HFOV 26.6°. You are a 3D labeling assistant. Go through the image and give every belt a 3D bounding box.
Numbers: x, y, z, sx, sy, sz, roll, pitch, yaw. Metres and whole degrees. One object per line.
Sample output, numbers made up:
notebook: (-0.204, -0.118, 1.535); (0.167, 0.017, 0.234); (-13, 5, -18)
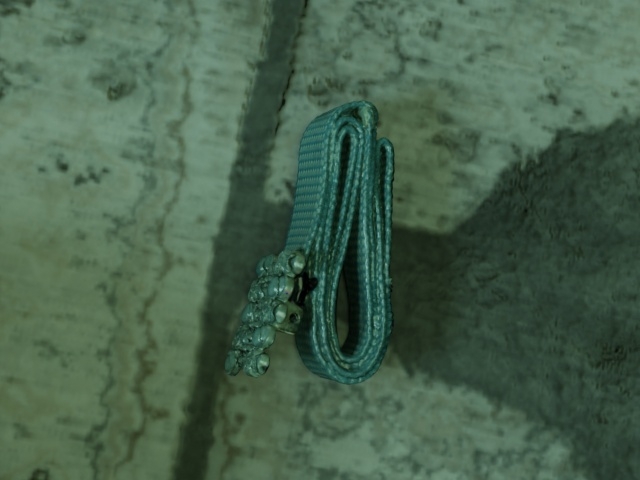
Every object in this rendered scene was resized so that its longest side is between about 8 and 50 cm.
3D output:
belt: (-0.002, 0.000, 0.856); (0.100, 0.065, 0.179); (6, 83, -21)
